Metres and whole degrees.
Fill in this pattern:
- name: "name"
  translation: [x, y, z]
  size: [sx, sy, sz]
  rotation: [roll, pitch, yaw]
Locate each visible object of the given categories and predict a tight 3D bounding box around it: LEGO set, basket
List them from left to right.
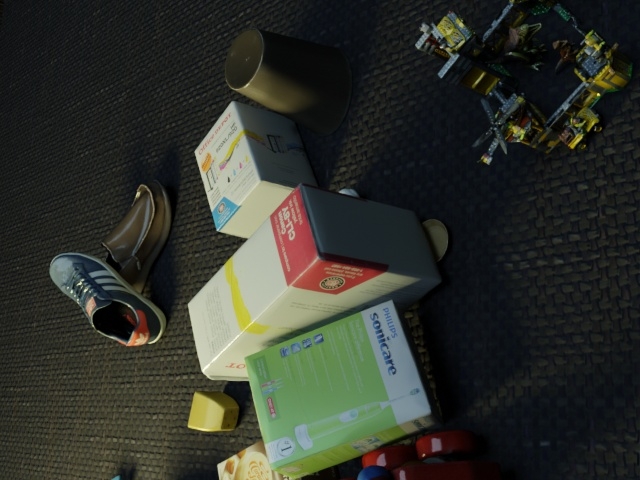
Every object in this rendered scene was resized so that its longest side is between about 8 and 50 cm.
- name: "basket"
  translation: [-0.068, -0.336, 1.778]
  size: [0.154, 0.226, 0.205]
  rotation: [-24, 63, 43]
- name: "LEGO set"
  translation: [0.302, -0.298, 1.367]
  size: [0.255, 0.192, 0.331]
  rotation: [-44, 50, 33]

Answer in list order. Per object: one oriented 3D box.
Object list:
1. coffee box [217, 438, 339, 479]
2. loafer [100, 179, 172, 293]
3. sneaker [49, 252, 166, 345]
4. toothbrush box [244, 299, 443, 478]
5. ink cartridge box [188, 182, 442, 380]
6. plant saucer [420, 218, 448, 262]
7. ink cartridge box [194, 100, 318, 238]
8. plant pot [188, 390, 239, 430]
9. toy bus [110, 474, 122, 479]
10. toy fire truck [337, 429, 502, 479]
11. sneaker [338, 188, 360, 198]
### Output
- name: "coffee box"
  translation: [-0.085, 0.461, 1.684]
  size: [0.246, 0.098, 0.141]
  rotation: [-38, 54, 37]
- name: "loafer"
  translation: [-0.495, 0.014, 2.251]
  size: [0.133, 0.130, 0.366]
  rotation: [31, 104, 48]
- name: "sneaker"
  translation: [-0.554, 0.145, 2.155]
  size: [0.350, 0.148, 0.131]
  rotation: [29, 107, 14]
- name: "toothbrush box"
  translation: [0.037, 0.257, 1.480]
  size: [0.283, 0.122, 0.206]
  rotation: [-23, 62, 9]
- name: "ink cartridge box"
  translation: [-0.022, 0.094, 1.557]
  size: [0.384, 0.279, 0.160]
  rotation: [-45, 49, 36]
- name: "plant saucer"
  translation: [0.199, 0.005, 1.543]
  size: [0.083, 0.015, 0.084]
  rotation: [-16, 68, 47]
- name: "ink cartridge box"
  translation: [-0.137, -0.144, 1.851]
  size: [0.171, 0.168, 0.233]
  rotation: [-46, 49, 33]
- name: "plant pot"
  translation: [-0.224, 0.377, 1.887]
  size: [0.083, 0.081, 0.081]
  rotation: [10, 88, 38]
- name: "toy bus"
  translation: [-0.524, 0.700, 2.122]
  size: [0.104, 0.190, 0.202]
  rotation: [83, 172, -58]
- name: "toy fire truck"
  translation: [0.115, 0.397, 1.351]
  size: [0.302, 0.253, 0.169]
  rotation: [-30, 59, 41]
- name: "sneaker"
  translation: [0.000, 0.000, 1.695]
  size: [0.090, 0.115, 0.232]
  rotation: [42, 112, 46]
